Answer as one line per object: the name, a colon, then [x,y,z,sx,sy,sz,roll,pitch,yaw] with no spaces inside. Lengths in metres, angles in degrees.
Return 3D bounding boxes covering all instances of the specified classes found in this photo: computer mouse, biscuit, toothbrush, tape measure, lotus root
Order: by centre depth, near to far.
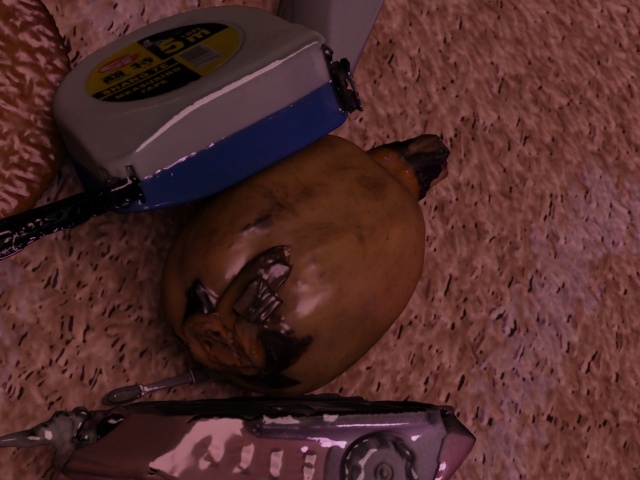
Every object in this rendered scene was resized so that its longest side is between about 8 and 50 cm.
computer mouse: [-0.057,0.178,1.209,0.389,0.199,0.115,0,85,-22]
tape measure: [-0.161,-0.073,1.237,0.351,0.215,0.098,-27,120,-18]
biscuit: [-0.345,-0.124,1.267,0.305,0.038,0.305,6,73,-21]
lotus root: [0.000,0.000,1.298,0.183,0.183,0.310,47,53,-2]
toothbrush: [-0.089,0.108,1.308,0.194,0.017,0.014,-13,84,-28]
computer mouse: [-0.001,-0.190,1.383,0.079,0.128,0.231,26,62,-14]
